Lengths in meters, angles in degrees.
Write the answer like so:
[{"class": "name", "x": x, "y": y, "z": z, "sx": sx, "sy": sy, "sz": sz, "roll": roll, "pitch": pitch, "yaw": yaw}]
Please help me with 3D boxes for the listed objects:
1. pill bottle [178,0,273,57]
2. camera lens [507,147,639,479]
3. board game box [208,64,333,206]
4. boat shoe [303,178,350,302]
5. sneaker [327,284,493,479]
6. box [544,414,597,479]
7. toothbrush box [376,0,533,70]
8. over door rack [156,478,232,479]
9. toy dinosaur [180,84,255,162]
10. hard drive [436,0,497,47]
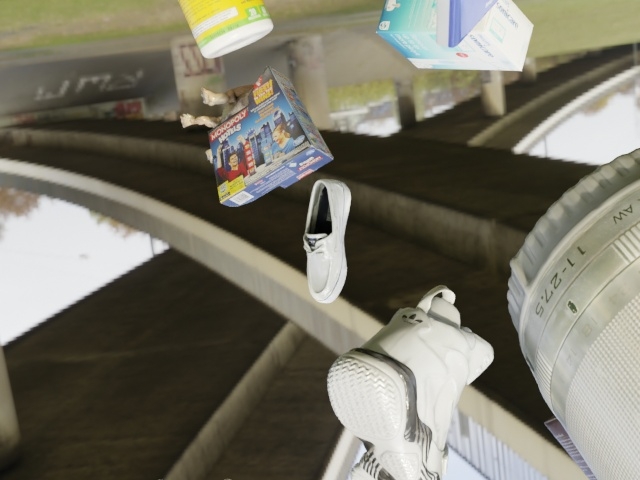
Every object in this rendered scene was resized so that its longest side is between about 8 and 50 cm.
[{"class": "pill bottle", "x": -0.191, "y": -0.456, "z": 1.589, "sx": 0.136, "sy": 0.245, "sz": 0.136, "roll": -23, "pitch": -173, "yaw": 3}, {"class": "camera lens", "x": 0.266, "y": 0.092, "z": 0.564, "sx": 0.219, "sy": 0.219, "sz": 0.274, "roll": -10, "pitch": -139, "yaw": -14}, {"class": "board game box", "x": -0.089, "y": -0.175, "z": 1.489, "sx": 0.194, "sy": 0.194, "sz": 0.060, "roll": -28, "pitch": 147, "yaw": 27}, {"class": "boat shoe", "x": 0.000, "y": 0.000, "z": 1.887, "sx": 0.095, "sy": 0.258, "sz": 0.084, "roll": 0, "pitch": 176, "yaw": 35}, {"class": "sneaker", "x": 0.138, "y": 0.234, "z": 1.206, "sx": 0.137, "sy": 0.366, "sz": 0.210, "roll": 19, "pitch": -131, "yaw": 38}, {"class": "box", "x": 0.659, "y": 0.445, "z": 2.106, "sx": 0.168, "sy": 0.203, "sz": 0.167, "roll": -36, "pitch": 166, "yaw": -9}, {"class": "toothbrush box", "x": 0.319, "y": -0.501, "z": 2.164, "sx": 0.295, "sy": 0.126, "sz": 0.216, "roll": 9, "pitch": 170, "yaw": 37}, {"class": "over door rack", "x": -0.280, "y": 0.463, "z": 1.322, "sx": 0.324, "sy": 0.108, "sz": 0.239, "roll": -23, "pitch": -168, "yaw": 11}, {"class": "toy dinosaur", "x": -0.137, "y": -0.241, "z": 1.750, "sx": 0.200, "sy": 0.127, "sz": 0.296, "roll": -21, "pitch": 173, "yaw": -25}, {"class": "hard drive", "x": 0.247, "y": -0.497, "z": 1.453, "sx": 0.040, "sy": 0.318, "sz": 0.210, "roll": 21, "pitch": -131, "yaw": 25}]
